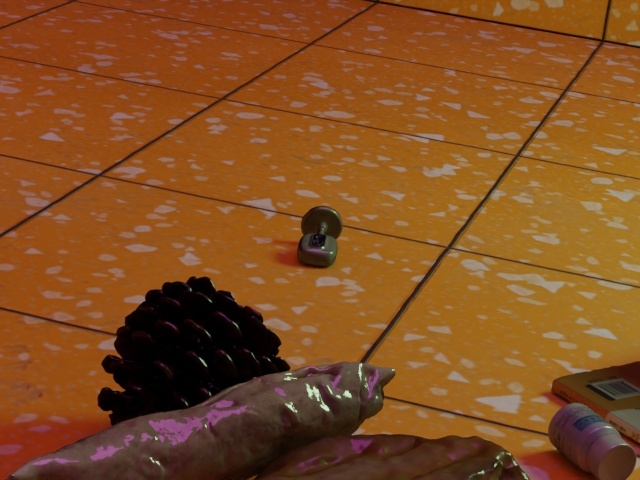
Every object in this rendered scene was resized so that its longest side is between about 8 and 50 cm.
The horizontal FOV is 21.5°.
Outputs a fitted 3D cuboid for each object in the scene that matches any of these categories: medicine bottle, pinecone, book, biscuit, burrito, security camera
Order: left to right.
[{"bbox_3d":[-0.129,0.130,1.553,0.163,0.163,0.165,19,49,31],"label":"pinecone"},{"bbox_3d":[-0.106,0.182,1.447,0.392,0.117,0.076,-15,59,-35],"label":"burrito"},{"bbox_3d":[0.000,0.000,2.114,0.058,0.058,0.092,6,28,-3],"label":"security camera"},{"bbox_3d":[0.041,0.235,1.387,0.213,0.091,0.274,9,22,40],"label":"biscuit"},{"bbox_3d":[0.264,0.198,1.633,0.052,0.052,0.089,-3,22,-26],"label":"medicine bottle"},{"bbox_3d":[0.413,0.192,1.748,0.208,0.020,0.295,-6,23,-34],"label":"book"}]
